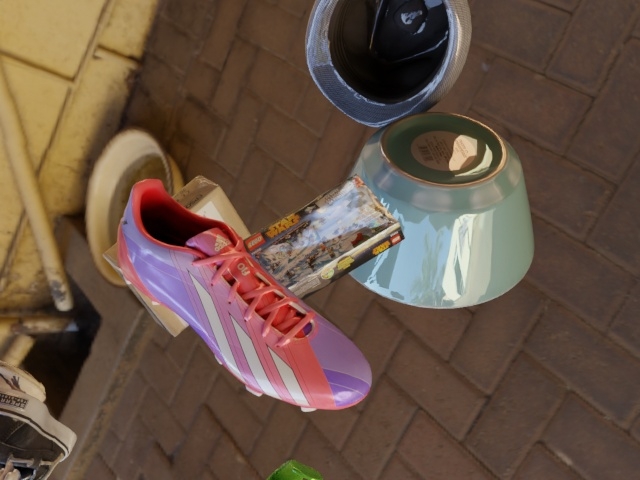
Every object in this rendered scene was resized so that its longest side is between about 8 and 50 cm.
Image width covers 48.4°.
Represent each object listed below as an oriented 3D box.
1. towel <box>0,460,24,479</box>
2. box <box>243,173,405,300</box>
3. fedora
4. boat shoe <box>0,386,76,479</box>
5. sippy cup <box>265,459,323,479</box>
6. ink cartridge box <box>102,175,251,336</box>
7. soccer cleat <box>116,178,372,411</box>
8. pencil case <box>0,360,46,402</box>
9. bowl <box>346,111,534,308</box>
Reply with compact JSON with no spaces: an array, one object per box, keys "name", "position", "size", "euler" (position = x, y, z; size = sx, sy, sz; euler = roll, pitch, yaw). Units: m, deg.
[{"name":"towel","position":[-0.322,0.386,0.741],"size":[0.034,0.285,0.209],"euler":[9,50,12]},{"name":"box","position":[0.000,0.000,0.685],"size":[0.137,0.027,0.094],"euler":[-30,42,-3]},{"name":"fedora","position":[0.116,-0.321,1.085],"size":[0.243,0.124,0.275],"euler":[37,133,5]},{"name":"boat shoe","position":[-0.415,0.292,0.988],"size":[0.306,0.113,0.105],"euler":[120,164,-62]},{"name":"sippy cup","position":[-0.089,0.516,1.109],"size":[0.224,0.239,0.306],"euler":[147,112,-73]},{"name":"ink cartridge box","position":[-0.247,0.028,1.319],"size":[0.234,0.193,0.088],"euler":[-43,38,-18]},{"name":"soccer cleat","position":[-0.065,0.042,0.560],"size":[0.248,0.083,0.095],"euler":[32,133,20]},{"name":"pencil case","position":[-0.767,0.447,1.508],"size":[0.183,0.160,0.410],"euler":[14,62,35]},{"name":"bowl","position":[0.166,-0.069,1.026],"size":[0.311,0.311,0.163],"euler":[43,148,35]}]
